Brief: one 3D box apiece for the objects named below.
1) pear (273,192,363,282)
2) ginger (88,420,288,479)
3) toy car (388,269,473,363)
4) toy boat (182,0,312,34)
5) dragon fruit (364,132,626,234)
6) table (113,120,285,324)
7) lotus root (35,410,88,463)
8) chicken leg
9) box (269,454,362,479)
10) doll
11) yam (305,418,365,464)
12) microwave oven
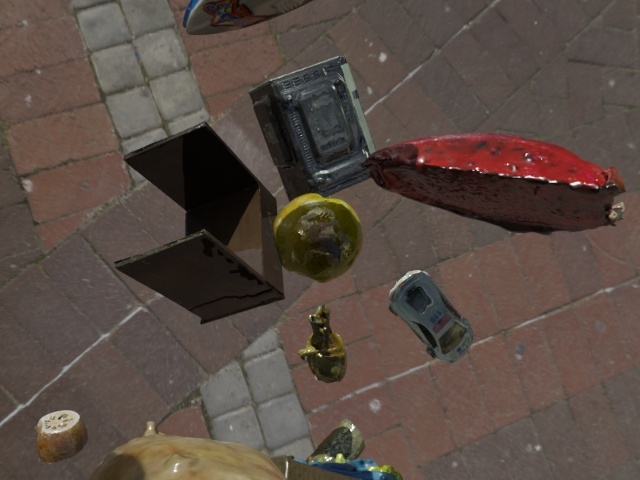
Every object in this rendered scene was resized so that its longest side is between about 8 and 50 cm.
[{"bbox_3d":[0.000,0.000,0.874,0.141,0.104,0.141,-5,107,-16],"label":"pear"},{"bbox_3d":[-0.079,0.282,0.351,0.155,0.244,0.304,13,78,-44],"label":"ginger"},{"bbox_3d":[0.205,0.142,1.030,0.095,0.056,0.205,-45,106,-8],"label":"toy car"},{"bbox_3d":[-0.031,-0.307,0.641,0.295,0.129,0.088,-23,79,15],"label":"toy boat"},{"bbox_3d":[0.257,-0.086,0.833,0.343,0.282,0.100,11,77,27],"label":"dragon fruit"},{"bbox_3d":[-0.221,-0.021,1.080,0.196,0.282,0.251,-17,58,17],"label":"table"},{"bbox_3d":[-0.613,0.461,1.355,0.112,0.122,0.081,-7,105,-28],"label":"lotus root"},{"bbox_3d":[0.002,0.245,1.340,0.088,0.103,0.228,-54,138,-43],"label":"chicken leg"},{"bbox_3d":[-0.058,0.434,0.719,0.143,0.184,0.273,29,49,-26],"label":"box"},{"bbox_3d":[-0.001,0.484,1.155,0.341,0.346,0.099,2,91,-47],"label":"doll"},{"bbox_3d":[0.035,0.582,1.531,0.107,0.107,0.194,46,72,-4],"label":"yam"},{"bbox_3d":[-0.007,-0.262,1.377,0.237,0.181,0.295,-25,105,-21],"label":"microwave oven"}]
